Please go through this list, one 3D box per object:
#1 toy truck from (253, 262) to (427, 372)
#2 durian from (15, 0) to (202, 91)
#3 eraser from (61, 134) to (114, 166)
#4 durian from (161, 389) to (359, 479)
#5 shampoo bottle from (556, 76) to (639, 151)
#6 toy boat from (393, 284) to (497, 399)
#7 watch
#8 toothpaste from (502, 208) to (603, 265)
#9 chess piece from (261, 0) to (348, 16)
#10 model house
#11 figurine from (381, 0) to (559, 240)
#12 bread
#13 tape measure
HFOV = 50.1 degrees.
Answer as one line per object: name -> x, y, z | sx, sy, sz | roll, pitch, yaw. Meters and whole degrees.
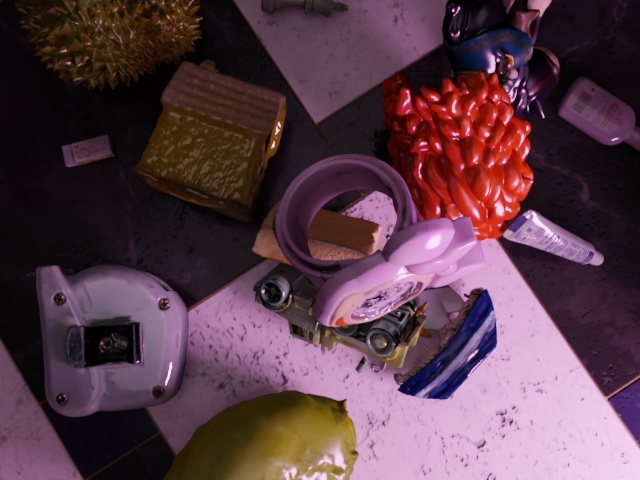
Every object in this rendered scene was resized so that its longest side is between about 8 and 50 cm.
toy truck -> 0.020, 0.127, 1.083 | 0.260, 0.128, 0.135 | 24, 120, 15
durian -> -0.339, -0.350, 1.082 | 0.291, 0.291, 0.224 | 19, 102, 3
eraser -> -0.401, -0.154, 1.182 | 0.083, 0.019, 0.038 | -14, 86, 0
durian -> -0.094, 0.366, 1.048 | 0.256, 0.204, 0.339 | 32, 77, -10
shampoo bottle -> 0.485, -0.204, 1.153 | 0.165, 0.040, 0.080 | 35, 85, 4
toy boat -> 0.145, 0.113, 1.135 | 0.291, 0.067, 0.220 | 43, 91, 18
watch -> 0.066, -0.019, 0.941 | 0.249, 0.211, 0.217 | -28, 67, 8
toothpaste -> 0.379, 0.002, 1.086 | 0.216, 0.037, 0.062 | 18, 122, -31
chess piece -> -0.026, -0.413, 1.185 | 0.149, 0.059, 0.059 | 8, 85, -5
model house -> -0.166, -0.168, 1.100 | 0.194, 0.175, 0.234 | 18, 88, 4
figurine -> 0.245, -0.213, 1.058 | 0.241, 0.306, 0.411 | 17, 70, 32
bread -> -0.001, 0.000, 1.098 | 0.189, 0.125, 0.068 | 14, 117, 7
tape measure -> -0.339, 0.151, 1.098 | 0.246, 0.125, 0.243 | -8, 85, 1
